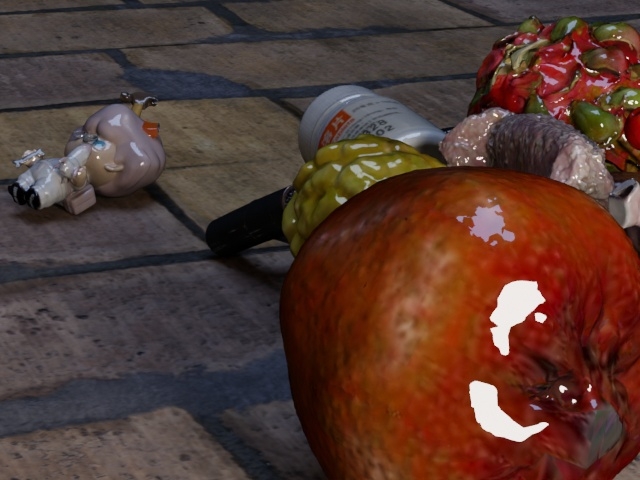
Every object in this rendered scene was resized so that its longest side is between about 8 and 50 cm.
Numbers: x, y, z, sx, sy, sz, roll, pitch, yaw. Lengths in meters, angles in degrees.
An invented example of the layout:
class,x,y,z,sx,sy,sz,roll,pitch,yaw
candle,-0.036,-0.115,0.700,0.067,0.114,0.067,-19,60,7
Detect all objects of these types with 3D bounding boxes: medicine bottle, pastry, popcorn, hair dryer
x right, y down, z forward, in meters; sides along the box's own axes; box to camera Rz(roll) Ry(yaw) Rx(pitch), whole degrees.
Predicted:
class,x,y,z,sx,sy,sz,roll,pitch,yaw
medicine bottle,0.072,-0.094,1.976,0.144,0.144,0.252,-4,22,-17
pastry,0.219,-0.068,1.667,0.112,0.103,0.265,18,11,-24
popcorn,0.076,-0.017,1.668,0.226,0.200,0.203,1,32,3
hair dryer,-0.003,0.004,1.817,0.195,0.050,0.173,22,-20,-27

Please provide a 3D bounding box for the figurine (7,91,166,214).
class,x,y,z,sx,sy,sz,roll,pitch,yaw
figurine,-0.264,-0.093,2.005,0.137,0.112,0.229,9,32,44

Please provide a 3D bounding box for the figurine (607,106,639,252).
class,x,y,z,sx,sy,sz,roll,pitch,yaw
figurine,0.367,0.011,1.511,0.186,0.287,0.176,-45,16,-4

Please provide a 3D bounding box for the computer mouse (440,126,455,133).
class,x,y,z,sx,sy,sz,roll,pitch,yaw
computer mouse,0.171,-0.116,2.174,0.172,0.057,0.099,-8,23,-18

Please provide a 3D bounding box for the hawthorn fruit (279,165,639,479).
class,x,y,z,sx,sy,sz,roll,pitch,yaw
hawthorn fruit,0.108,0.074,1.267,0.295,0.295,0.311,-6,38,-23

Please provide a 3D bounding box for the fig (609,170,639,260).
class,x,y,z,sx,sy,sz,roll,pitch,yaw
fig,0.350,0.005,1.718,0.201,0.146,0.134,2,6,-16

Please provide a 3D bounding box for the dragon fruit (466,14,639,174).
class,x,y,z,sx,sy,sz,roll,pitch,yaw
dragon fruit,0.301,-0.111,1.880,0.302,0.237,0.231,40,51,-7
